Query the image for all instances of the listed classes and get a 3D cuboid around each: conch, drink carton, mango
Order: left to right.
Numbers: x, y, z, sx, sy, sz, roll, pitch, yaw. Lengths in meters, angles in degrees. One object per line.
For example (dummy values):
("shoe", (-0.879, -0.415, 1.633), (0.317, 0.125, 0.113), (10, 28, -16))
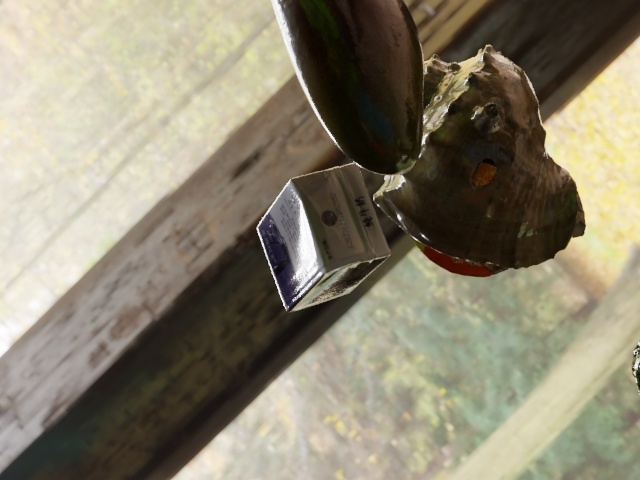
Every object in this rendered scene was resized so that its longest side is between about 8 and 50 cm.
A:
("drink carton", (0.000, -0.001, 1.673), (0.222, 0.102, 0.134), (130, 123, -69))
("mango", (0.035, -0.189, 1.242), (0.133, 0.111, 0.267), (-9, -112, -35))
("conch", (0.190, -0.104, 1.630), (0.324, 0.263, 0.186), (49, -164, 26))

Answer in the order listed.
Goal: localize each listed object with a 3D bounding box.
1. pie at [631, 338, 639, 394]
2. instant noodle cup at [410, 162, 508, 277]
("pie", (0.456, 0.132, 1.274), (0.277, 0.277, 0.078), (46, 176, 1))
("instant noodle cup", (0.250, -0.073, 1.917), (0.213, 0.213, 0.174), (46, -144, 1))
